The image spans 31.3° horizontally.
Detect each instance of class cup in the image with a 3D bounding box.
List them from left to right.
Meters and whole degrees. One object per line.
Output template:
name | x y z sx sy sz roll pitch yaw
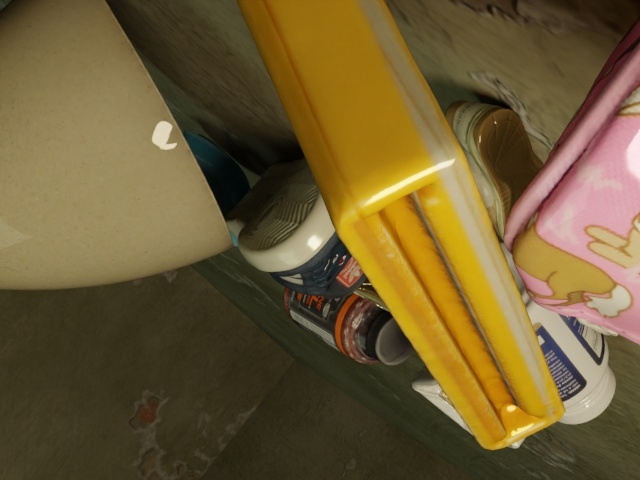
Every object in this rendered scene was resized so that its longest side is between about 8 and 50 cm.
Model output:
cup | -0.268 -0.080 1.139 0.331 0.237 0.331 59 172 14

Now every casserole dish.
casserole dish | -0.129 -0.059 1.385 0.114 0.037 0.188 32 -157 -36

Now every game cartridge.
game cartridge | 0.007 -0.084 0.533 0.323 0.053 0.285 65 -175 30

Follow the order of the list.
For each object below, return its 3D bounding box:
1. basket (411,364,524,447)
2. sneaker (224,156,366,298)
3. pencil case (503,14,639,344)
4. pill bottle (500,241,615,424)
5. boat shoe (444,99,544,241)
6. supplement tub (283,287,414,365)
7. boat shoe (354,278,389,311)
basket | 0.181 0.149 1.232 0.113 0.103 0.167 39 171 1
sneaker | 0.000 0.000 1.171 0.148 0.131 0.350 42 180 -11
pencil case | 0.251 0.054 0.359 0.386 0.160 0.167 36 169 9
pill bottle | 0.182 0.084 0.950 0.094 0.094 0.169 27 165 50
boat shoe | 0.118 -0.043 0.752 0.045 0.050 0.135 35 160 42
supplement tub | 0.043 0.097 1.508 0.198 0.106 0.106 26 164 50
boat shoe | 0.058 0.045 1.364 0.153 0.056 0.048 30 165 8
